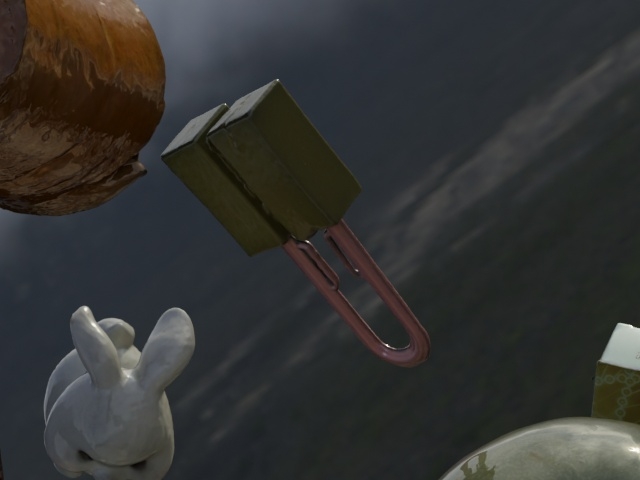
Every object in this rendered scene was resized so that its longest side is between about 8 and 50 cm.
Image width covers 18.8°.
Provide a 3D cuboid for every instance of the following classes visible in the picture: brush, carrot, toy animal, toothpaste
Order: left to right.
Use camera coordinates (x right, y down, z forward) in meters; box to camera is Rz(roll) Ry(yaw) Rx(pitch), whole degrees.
[{"bbox_3d":[-0.223,-0.106,1.249,0.196,0.196,0.254,-35,-6,11],"label":"carrot"},{"bbox_3d":[-0.204,0.153,1.906,0.128,0.178,0.193,10,-9,-10],"label":"toy animal"},{"bbox_3d":[0.000,0.000,1.357,0.103,0.233,0.047,-21,25,48],"label":"brush"},{"bbox_3d":[0.260,0.219,1.587,0.089,0.312,0.071,11,32,16],"label":"toothpaste"}]

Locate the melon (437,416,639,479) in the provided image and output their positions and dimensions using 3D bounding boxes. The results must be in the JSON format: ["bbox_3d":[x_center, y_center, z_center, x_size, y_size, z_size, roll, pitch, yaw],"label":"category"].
[{"bbox_3d":[0.176,0.245,1.207,0.268,0.268,0.330,-35,-37,-10],"label":"melon"}]

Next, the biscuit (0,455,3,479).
[{"bbox_3d":[-0.493,0.233,1.882,0.407,0.407,0.091,-36,-2,-44],"label":"biscuit"}]
